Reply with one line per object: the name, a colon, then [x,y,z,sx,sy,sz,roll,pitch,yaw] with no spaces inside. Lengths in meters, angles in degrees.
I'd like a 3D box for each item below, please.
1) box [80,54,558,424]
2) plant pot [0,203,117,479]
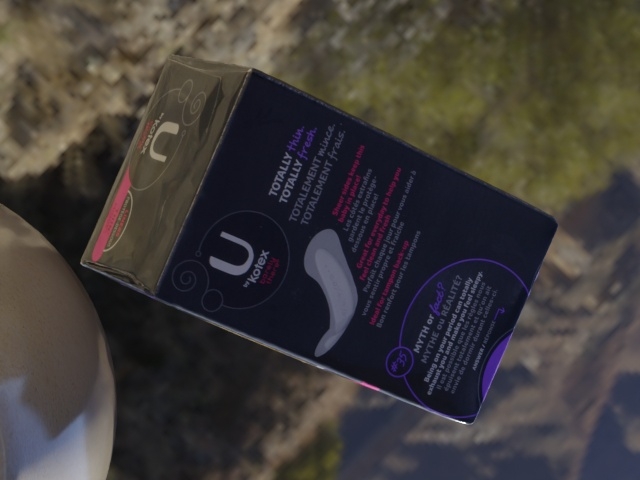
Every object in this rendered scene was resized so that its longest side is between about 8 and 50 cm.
box: [0.000,0.000,1.255,0.143,0.270,0.165,18,-95,60]
plant pot: [-0.206,0.087,0.811,0.256,0.256,0.274,-45,-172,-9]
